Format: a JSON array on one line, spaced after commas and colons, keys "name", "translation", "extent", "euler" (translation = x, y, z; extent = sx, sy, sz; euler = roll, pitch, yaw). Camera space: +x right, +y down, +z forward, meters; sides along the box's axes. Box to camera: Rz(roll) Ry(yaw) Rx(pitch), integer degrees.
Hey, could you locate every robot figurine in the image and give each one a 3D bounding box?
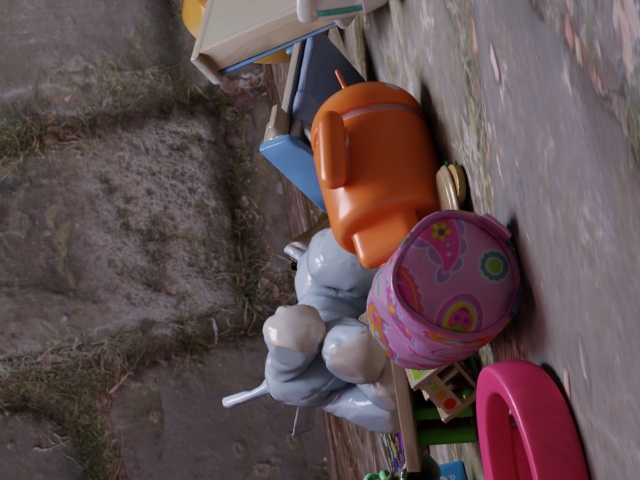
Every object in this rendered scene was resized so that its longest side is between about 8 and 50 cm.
[{"name": "robot figurine", "translation": [0.060, -0.072, 1.840], "extent": [0.128, 0.158, 0.219], "euler": [116, 146, -54]}]

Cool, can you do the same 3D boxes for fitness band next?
[{"name": "fitness band", "translation": [0.193, 0.243, 1.523], "extent": [0.209, 0.054, 0.290], "euler": [-146, 44, -79]}]

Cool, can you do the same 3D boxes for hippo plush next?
[{"name": "hippo plush", "translation": [0.041, 0.112, 2.372], "extent": [0.294, 0.234, 0.236], "euler": [120, 172, -60]}]

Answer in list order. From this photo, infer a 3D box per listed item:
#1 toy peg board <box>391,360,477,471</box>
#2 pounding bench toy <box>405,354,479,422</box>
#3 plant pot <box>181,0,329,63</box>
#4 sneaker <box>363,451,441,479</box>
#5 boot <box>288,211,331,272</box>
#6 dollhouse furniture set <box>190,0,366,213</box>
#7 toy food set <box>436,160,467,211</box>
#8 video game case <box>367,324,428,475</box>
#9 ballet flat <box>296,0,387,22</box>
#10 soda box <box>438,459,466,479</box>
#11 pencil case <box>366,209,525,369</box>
[{"name": "toy peg board", "translation": [0.129, 0.144, 1.970], "extent": [0.160, 0.079, 0.161], "euler": [-75, -22, -65]}, {"name": "pounding bench toy", "translation": [0.142, 0.137, 1.860], "extent": [0.065, 0.083, 0.052], "euler": [47, -169, -22]}, {"name": "plant pot", "translation": [-0.075, -0.372, 2.409], "extent": [0.205, 0.205, 0.188], "euler": [-107, 22, -47]}, {"name": "sneaker", "translation": [0.076, 0.327, 2.064], "extent": [0.158, 0.182, 0.410], "euler": [38, 167, -30]}, {"name": "boot", "translation": [0.000, 0.000, 2.780], "extent": [0.305, 0.115, 0.112], "euler": [-151, 48, -85]}, {"name": "dollhouse furniture set", "translation": [0.033, -0.236, 2.158], "extent": [0.303, 0.198, 0.286], "euler": [45, -139, -35]}, {"name": "toy food set", "translation": [0.130, -0.036, 1.744], "extent": [0.082, 0.020, 0.083], "euler": [-131, 30, -81]}, {"name": "video game case", "translation": [0.112, 0.266, 2.518], "extent": [0.210, 0.042, 0.232], "euler": [-110, 10, -52]}, {"name": "ballet flat", "translation": [-0.056, -0.394, 1.931], "extent": [0.139, 0.139, 0.400], "euler": [88, 157, -62]}, {"name": "soda box", "translation": [0.155, 0.372, 2.104], "extent": [0.067, 0.071, 0.210], "euler": [91, 167, -69]}, {"name": "pencil case", "translation": [0.111, 0.049, 1.640], "extent": [0.284, 0.124, 0.124], "euler": [109, 149, -79]}]
